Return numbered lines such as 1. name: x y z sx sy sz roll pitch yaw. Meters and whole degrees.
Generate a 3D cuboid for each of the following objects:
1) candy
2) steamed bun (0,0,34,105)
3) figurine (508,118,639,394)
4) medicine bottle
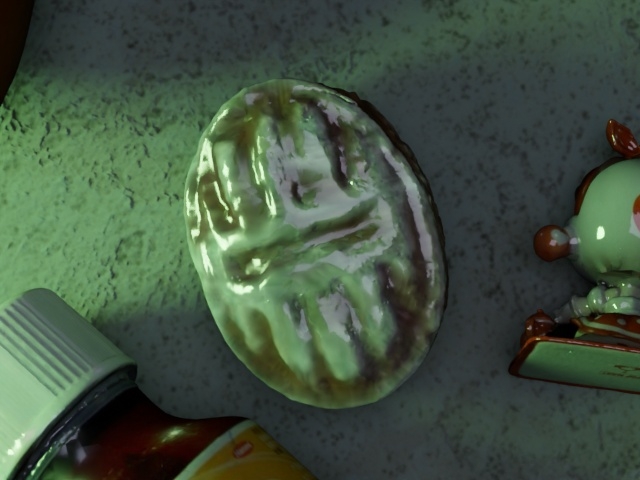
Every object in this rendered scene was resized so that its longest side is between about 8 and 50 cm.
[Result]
1. candy: 0.000 0.000 1.633 0.214 0.157 0.289 -18 92 11
2. steamed bun: -0.359 -0.247 1.603 0.235 0.248 0.379 8 74 -3
3. figurine: 0.274 0.008 1.654 0.183 0.160 0.226 7 75 -1
4. medicine bottle: -0.158 0.228 1.577 0.395 0.242 0.242 36 84 10
